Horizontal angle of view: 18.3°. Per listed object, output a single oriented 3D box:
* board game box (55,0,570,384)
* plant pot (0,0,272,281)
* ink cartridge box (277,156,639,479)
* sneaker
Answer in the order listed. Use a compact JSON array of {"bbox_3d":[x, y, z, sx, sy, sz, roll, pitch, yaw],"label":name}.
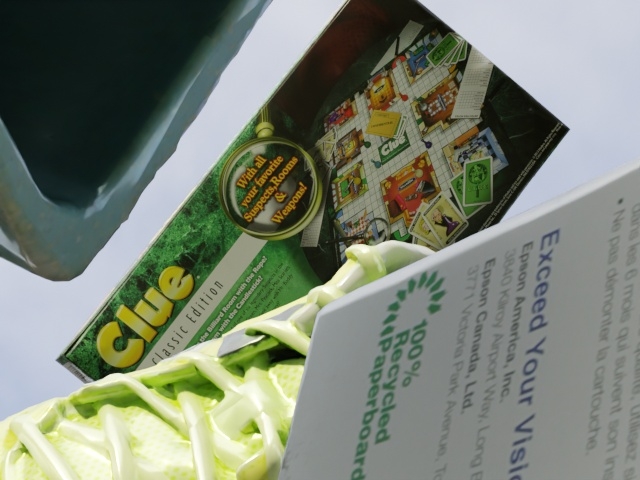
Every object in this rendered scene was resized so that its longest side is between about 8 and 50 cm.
[{"bbox_3d":[0.000,0.000,0.998,0.136,0.030,0.259,41,-107,-8],"label":"board game box"},{"bbox_3d":[-0.133,-0.183,0.463,0.252,0.247,0.248,16,-32,28],"label":"plant pot"},{"bbox_3d":[0.097,0.100,0.309,0.071,0.324,0.330,37,-43,-28],"label":"ink cartridge box"},{"bbox_3d":[-0.017,0.071,0.668,0.145,0.385,0.147,45,-44,41],"label":"sneaker"}]
